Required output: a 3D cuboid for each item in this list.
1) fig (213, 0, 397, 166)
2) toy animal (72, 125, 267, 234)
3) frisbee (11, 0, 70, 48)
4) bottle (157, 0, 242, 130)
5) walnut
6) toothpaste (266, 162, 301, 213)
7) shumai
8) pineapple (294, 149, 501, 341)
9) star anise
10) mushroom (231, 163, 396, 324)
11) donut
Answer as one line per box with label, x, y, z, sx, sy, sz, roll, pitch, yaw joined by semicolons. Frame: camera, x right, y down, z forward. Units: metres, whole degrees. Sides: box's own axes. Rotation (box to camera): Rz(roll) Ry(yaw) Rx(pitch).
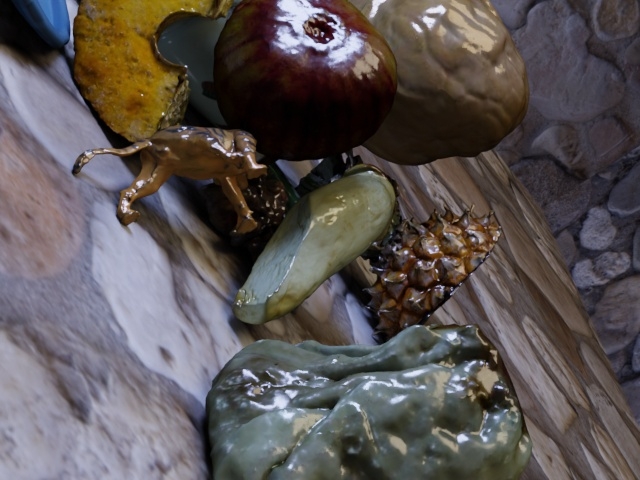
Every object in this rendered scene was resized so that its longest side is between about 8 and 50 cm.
fig;-0.033;-0.167;1.517;0.217;0.217;0.321;60;-20;15
toy animal;-0.152;-0.089;1.336;0.255;0.114;0.116;5;40;-45
frisbee;-0.346;-0.341;1.346;0.289;0.049;0.289;-18;90;-89
bottle;-0.143;-0.304;1.622;0.352;0.229;0.229;44;20;-37
walnut;0.143;-0.245;1.778;0.285;0.285;0.296;46;-10;-32
toothpaste;-0.035;-0.046;1.779;0.204;0.031;0.049;57;14;10
shumai;0.064;0.192;1.187;0.309;0.263;0.304;59;14;11
pineapple;0.091;-0.020;1.817;0.272;0.262;0.262;42;16;0
star anise;-0.071;-0.021;1.548;0.212;0.073;0.197;51;19;-26
mushroom;-0.001;-0.004;1.481;0.333;0.087;0.107;-35;114;-53
donut;-0.198;-0.243;1.423;0.152;0.259;0.101;24;-3;7
